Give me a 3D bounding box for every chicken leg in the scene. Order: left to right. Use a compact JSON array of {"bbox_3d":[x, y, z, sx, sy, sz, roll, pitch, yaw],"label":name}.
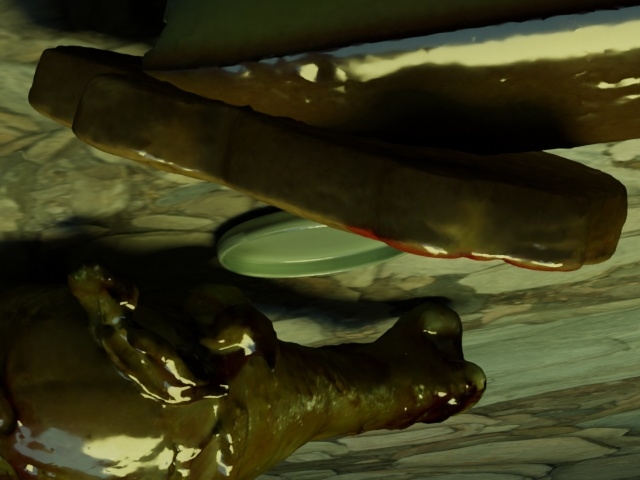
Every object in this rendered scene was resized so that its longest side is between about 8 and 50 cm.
[{"bbox_3d":[-0.072,0.100,0.997,0.211,0.140,0.361,-17,162,32],"label":"chicken leg"}]

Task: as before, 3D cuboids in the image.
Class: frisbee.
[{"bbox_3d":[0.000,0.000,0.898,0.110,0.014,0.110,-7,166,-2],"label":"frisbee"}]

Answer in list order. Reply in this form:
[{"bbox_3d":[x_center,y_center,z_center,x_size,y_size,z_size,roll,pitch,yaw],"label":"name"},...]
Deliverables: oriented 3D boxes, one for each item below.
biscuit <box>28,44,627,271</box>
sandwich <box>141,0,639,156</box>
[{"bbox_3d":[0.006,-0.025,0.559,0.225,0.036,0.166,20,-168,42],"label":"biscuit"},{"bbox_3d":[0.083,-0.085,0.466,0.258,0.094,0.096,-8,161,12],"label":"sandwich"}]
